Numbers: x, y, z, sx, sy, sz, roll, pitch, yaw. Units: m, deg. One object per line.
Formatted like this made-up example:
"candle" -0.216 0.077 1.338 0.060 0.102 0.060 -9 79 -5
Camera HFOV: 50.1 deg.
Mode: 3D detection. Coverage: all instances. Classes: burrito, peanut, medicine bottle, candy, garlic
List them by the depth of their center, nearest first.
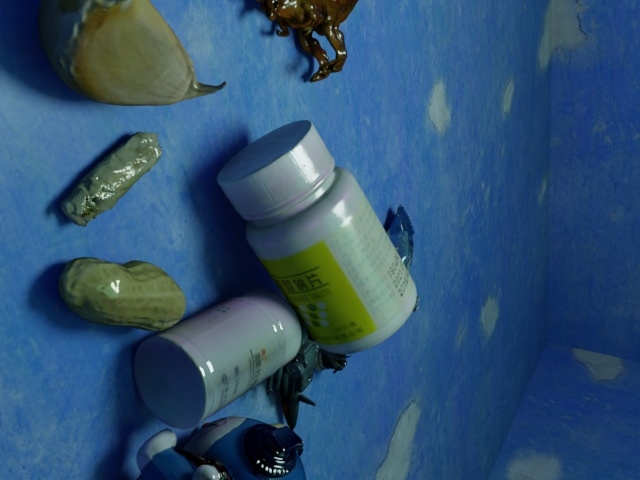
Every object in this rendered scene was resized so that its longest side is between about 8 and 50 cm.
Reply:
"garlic" -0.240 -0.242 0.838 0.245 0.164 0.145 40 51 -63
"burrito" -0.278 -0.088 0.933 0.188 0.045 0.058 -56 150 -38
"peanut" -0.271 0.073 0.949 0.214 0.090 0.098 20 75 -60
"medicine bottle" -0.158 0.182 1.111 0.254 0.152 0.152 -23 118 -54
"medicine bottle" 0.000 0.000 1.181 0.378 0.214 0.213 58 47 -23
"candy" 0.178 0.082 1.734 0.331 0.077 0.187 -67 155 -20

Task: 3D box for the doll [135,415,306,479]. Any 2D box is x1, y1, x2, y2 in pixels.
"doll" -0.159 0.409 1.106 0.284 0.240 0.310 -49 159 18

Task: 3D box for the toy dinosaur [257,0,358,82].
"toy dinosaur" 0.005 -0.405 1.276 0.432 0.097 0.208 -35 119 -55

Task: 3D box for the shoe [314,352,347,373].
"shoe" 0.037 0.215 1.505 0.071 0.100 0.168 -13 109 -55

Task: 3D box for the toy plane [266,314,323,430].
"toy plane" -0.051 0.263 1.366 0.223 0.105 0.326 -40 132 -49

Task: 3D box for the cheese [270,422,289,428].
"cheese" -0.125 0.467 1.344 0.227 0.065 0.137 -49 136 -40
